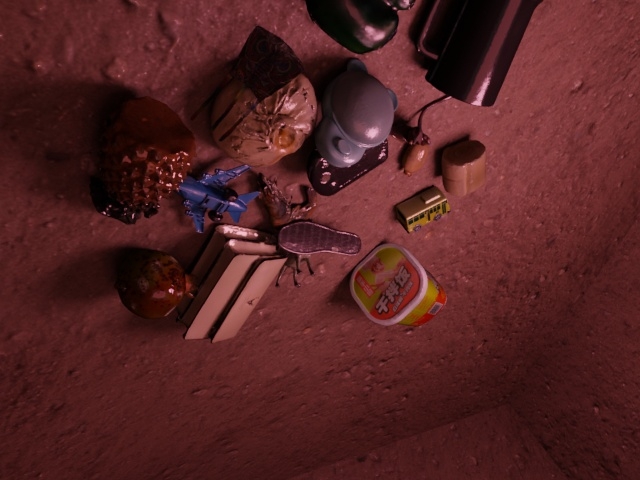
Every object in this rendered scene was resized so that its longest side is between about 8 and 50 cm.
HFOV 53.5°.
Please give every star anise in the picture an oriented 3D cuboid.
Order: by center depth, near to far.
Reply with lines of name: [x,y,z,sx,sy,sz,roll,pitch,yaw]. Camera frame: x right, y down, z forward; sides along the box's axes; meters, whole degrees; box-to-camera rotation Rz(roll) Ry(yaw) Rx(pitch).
star anise: [0.329,-0.380,1.894,0.218,0.148,0.227,18,93,-8]

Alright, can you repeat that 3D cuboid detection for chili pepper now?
chili pepper: [0.075,-0.567,1.421,0.257,0.233,0.248,24,99,-40]

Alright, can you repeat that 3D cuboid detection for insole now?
insole: [0.000,0.000,1.987,0.309,0.012,0.110,10,81,-31]

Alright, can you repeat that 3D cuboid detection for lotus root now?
lotus root: [0.299,-0.262,2.012,0.073,0.062,0.150,-3,131,-33]

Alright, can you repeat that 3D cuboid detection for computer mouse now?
computer mouse: [0.067,-0.249,1.832,0.269,0.100,0.170,-31,140,-11]

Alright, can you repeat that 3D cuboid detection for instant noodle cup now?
instant noodle cup: [0.306,0.188,2.348,0.294,0.294,0.308,-44,147,13]

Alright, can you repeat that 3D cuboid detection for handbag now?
handbag: [-0.276,0.140,1.954,0.237,0.160,0.358,6,127,-48]

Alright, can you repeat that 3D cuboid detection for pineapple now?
pineapple: [-0.446,-0.151,1.511,0.223,0.223,0.357,3,142,-37]

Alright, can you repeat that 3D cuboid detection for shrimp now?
shrimp: [-0.093,-0.129,1.888,0.169,0.058,0.296,-35,146,-9]

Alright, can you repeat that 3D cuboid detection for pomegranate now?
pomegranate: [-0.458,0.134,1.787,0.198,0.198,0.246,-36,140,2]

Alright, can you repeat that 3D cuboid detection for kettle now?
kettle: [0.414,-0.558,1.723,0.203,0.262,0.308,-43,157,-54]

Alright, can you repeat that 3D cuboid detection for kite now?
kite: [-0.180,-0.362,1.501,0.285,0.152,0.015,-47,-179,1]

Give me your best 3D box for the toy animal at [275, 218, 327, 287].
toy animal: [-0.069,0.048,2.048,0.073,0.176,0.217,21,142,-31]

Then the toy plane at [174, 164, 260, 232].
toy plane: [-0.298,-0.120,1.714,0.271,0.105,0.254,12,126,-47]

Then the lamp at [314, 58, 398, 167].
lamp: [0.088,-0.323,1.676,0.209,0.147,0.284,38,83,-22]

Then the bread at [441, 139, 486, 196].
bread: [0.472,-0.243,2.098,0.148,0.134,0.141,-33,139,-20]

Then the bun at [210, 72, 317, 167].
bun: [-0.134,-0.297,1.606,0.287,0.146,0.287,-16,137,-15]

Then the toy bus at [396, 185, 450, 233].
toy bus: [0.355,-0.109,2.190,0.175,0.088,0.101,-27,139,-7]
